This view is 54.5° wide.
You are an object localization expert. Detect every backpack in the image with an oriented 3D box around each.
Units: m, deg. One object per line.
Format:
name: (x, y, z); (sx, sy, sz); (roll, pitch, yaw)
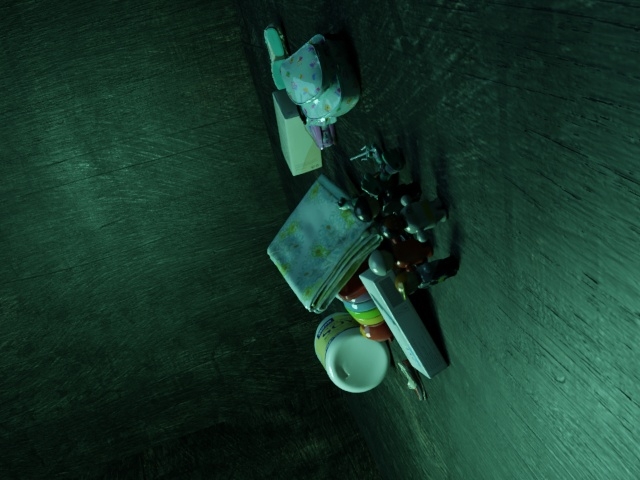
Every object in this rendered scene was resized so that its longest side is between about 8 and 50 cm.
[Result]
backpack: (-0.010, -0.406, 1.718); (0.152, 0.115, 0.182); (-89, -2, -67)
backpack: (0.002, -0.393, 1.527); (0.166, 0.144, 0.188); (-23, 95, 43)

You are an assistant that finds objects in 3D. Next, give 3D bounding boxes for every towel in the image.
towel: (0.000, 0.000, 1.860); (0.090, 0.320, 0.374); (32, -169, -38)

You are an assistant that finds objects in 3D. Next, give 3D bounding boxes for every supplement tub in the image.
supplement tub: (0.110, 0.410, 2.356); (0.331, 0.241, 0.241); (-147, 39, -77)

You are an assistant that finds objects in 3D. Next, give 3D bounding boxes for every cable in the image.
cable: (0.201, 0.003, 1.503); (0.150, 0.047, 0.184); (89, 160, -66)

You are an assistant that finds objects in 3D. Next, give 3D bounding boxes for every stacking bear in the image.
stacking bear: (0.151, 0.196, 1.906); (0.175, 0.164, 0.289); (46, 166, 55)

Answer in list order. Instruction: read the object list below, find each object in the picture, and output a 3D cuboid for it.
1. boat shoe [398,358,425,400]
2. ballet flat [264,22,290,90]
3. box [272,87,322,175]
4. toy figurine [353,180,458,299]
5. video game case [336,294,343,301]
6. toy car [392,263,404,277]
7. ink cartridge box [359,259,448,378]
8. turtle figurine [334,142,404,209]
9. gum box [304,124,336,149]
boat shoe: (0.286, 0.435, 1.929); (0.049, 0.043, 0.137); (109, 140, -74)
ballet flat: (-0.141, -0.666, 2.243); (0.077, 0.091, 0.241); (-65, -29, -55)
box: (-0.079, -0.392, 2.224); (0.311, 0.121, 0.148); (85, 164, -60)
toy figurine: (0.174, -0.003, 1.303); (0.209, 0.148, 0.213); (-126, 19, -65)
video game case: (0.062, 0.182, 2.424); (0.190, 0.022, 0.173); (35, -167, -8)
toy car: (0.221, 0.105, 1.711); (0.040, 0.060, 0.122); (7, 148, 33)
ink cartridge box: (0.203, 0.200, 1.660); (0.296, 0.066, 0.261); (59, 173, -8)
turtle figurine: (0.123, -0.143, 1.477); (0.234, 0.118, 0.175); (161, 131, -81)
gum box: (-0.008, -0.377, 1.985); (0.188, 0.062, 0.107); (-120, 14, -55)
